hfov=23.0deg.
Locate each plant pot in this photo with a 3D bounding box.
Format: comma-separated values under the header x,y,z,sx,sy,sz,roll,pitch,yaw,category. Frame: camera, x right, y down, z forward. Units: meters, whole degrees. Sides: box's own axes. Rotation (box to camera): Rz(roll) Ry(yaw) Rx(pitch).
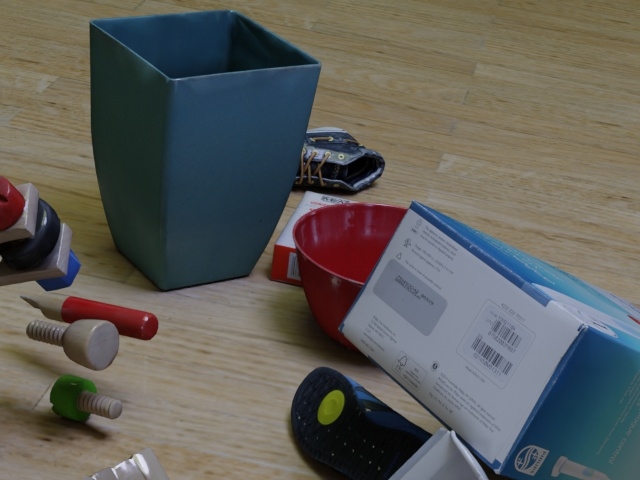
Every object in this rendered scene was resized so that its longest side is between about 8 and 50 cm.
x,y,z,sx,sy,sz,roll,pitch,yaw,category
-0.122,-0.083,1.528,0.165,0.234,0.165,-10,30,-33,plant pot

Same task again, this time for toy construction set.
x,y,z,sx,sy,sz,roll,pitch,yaw,category
-0.314,0.063,1.231,0.237,0.258,0.309,10,2,33,toy construction set

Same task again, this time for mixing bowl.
x,y,z,sx,sy,sz,roll,pitch,yaw,category
0.058,0.046,1.474,0.181,0.098,0.181,6,26,-3,mixing bowl

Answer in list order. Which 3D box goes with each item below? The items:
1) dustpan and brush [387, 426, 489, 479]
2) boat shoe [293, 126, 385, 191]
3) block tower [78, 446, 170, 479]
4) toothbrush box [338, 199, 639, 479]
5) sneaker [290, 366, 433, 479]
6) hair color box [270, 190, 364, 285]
x,y,z,sx,sy,sz,roll,pitch,yaw,category
0.100,0.252,1.066,0.211,0.147,0.060,48,21,15,dustpan and brush
-0.012,-0.088,1.769,0.183,0.065,0.083,-16,33,-42,boat shoe
-0.225,0.239,0.945,0.335,0.091,0.097,-20,71,-42,block tower
0.196,0.106,1.231,0.295,0.126,0.216,24,10,-40,toothbrush box
0.050,0.169,1.273,0.082,0.069,0.209,31,-1,-36,sneaker
0.000,0.000,1.616,0.072,0.043,0.141,12,27,9,hair color box
